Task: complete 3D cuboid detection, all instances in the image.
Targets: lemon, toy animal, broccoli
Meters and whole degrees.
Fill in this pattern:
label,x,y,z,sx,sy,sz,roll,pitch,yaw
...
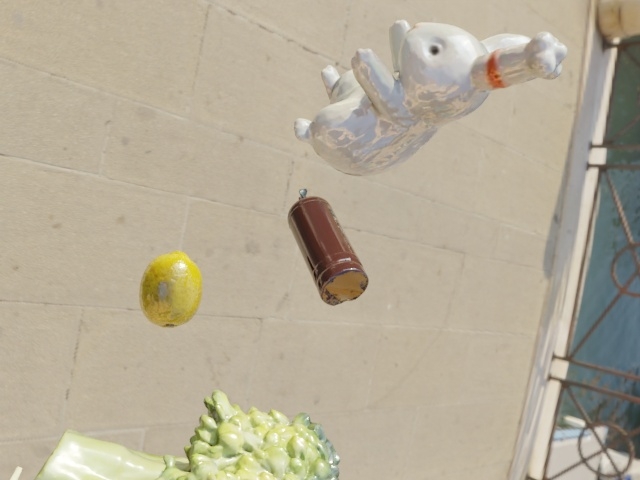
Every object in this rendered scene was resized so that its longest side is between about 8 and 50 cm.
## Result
label,x,y,z,sx,sy,sz,roll,pitch,yaw
lemon,-0.391,0.128,1.609,0.170,0.170,0.207,8,88,-42
toy animal,0.104,-0.172,0.644,0.138,0.282,0.140,46,42,-15
broccoli,-0.106,0.227,0.462,0.243,0.263,0.247,26,100,-6

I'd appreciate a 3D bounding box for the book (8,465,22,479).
label,x,y,z,sx,sy,sz,roll,pitch,yaw
book,-0.689,0.580,1.264,0.016,0.138,0.199,32,108,-15

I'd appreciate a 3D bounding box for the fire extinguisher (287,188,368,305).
label,x,y,z,sx,sy,sz,roll,pitch,yaw
fire extinguisher,0.000,0.000,1.426,0.114,0.337,0.135,-13,136,-13
